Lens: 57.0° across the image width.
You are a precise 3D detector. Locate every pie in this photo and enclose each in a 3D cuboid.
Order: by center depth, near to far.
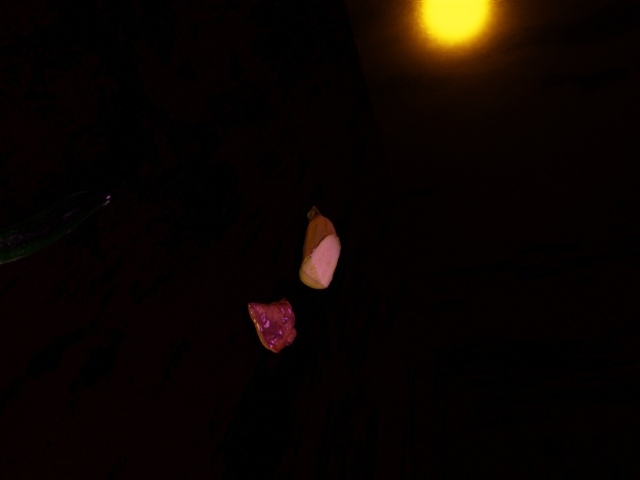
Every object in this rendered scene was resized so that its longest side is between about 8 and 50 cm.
[{"bbox_3d":[-0.075,0.138,0.975,0.170,0.034,0.091,-2,78,-73],"label":"pie"}]

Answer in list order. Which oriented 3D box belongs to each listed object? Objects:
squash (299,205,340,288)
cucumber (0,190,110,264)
[{"bbox_3d":[0.002,0.000,1.234,0.090,0.075,0.200,34,40,-30],"label":"squash"},{"bbox_3d":[-0.247,-0.010,0.517,0.184,0.033,0.036,-55,157,-66],"label":"cucumber"}]
